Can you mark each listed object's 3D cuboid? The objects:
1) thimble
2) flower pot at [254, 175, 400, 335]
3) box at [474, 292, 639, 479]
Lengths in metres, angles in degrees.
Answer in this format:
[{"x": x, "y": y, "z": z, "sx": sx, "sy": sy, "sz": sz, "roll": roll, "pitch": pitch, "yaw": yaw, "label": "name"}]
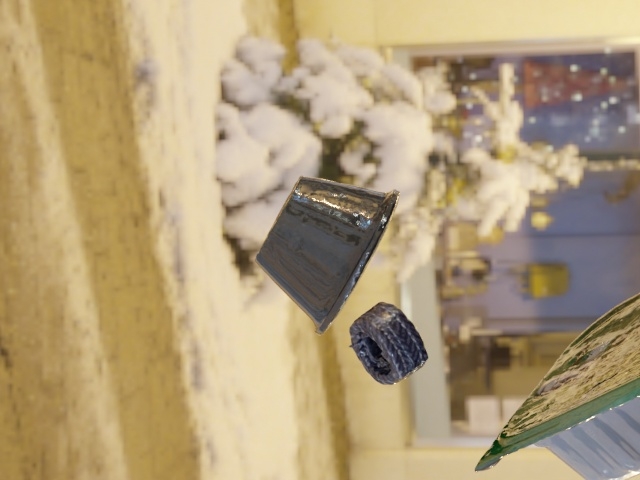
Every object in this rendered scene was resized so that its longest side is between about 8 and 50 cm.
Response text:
[{"x": 0.090, "y": 0.141, "z": 1.798, "sx": 0.104, "sy": 0.066, "sz": 0.095, "roll": 52, "pitch": -28, "yaw": 11, "label": "thimble"}, {"x": 0.000, "y": 0.000, "z": 2.140, "sx": 0.269, "sy": 0.166, "sz": 0.269, "roll": -59, "pitch": -179, "yaw": 1, "label": "flower pot"}, {"x": 0.329, "y": 0.122, "z": 1.227, "sx": 0.264, "sy": 0.106, "sz": 0.336, "roll": -41, "pitch": -179, "yaw": -40, "label": "box"}]
